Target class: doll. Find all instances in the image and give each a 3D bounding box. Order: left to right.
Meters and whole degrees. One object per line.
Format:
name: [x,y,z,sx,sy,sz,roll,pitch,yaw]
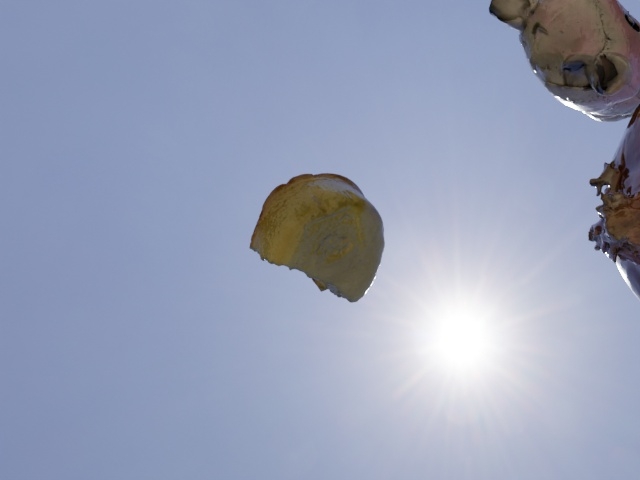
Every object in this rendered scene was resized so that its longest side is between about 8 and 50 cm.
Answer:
doll: [0.247,-0.166,0.659,0.095,0.192,0.149,-51,-129,27]

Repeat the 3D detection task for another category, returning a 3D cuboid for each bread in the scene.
bread: [0.008,-0.007,0.803,0.125,0.156,0.086,-52,-142,5]

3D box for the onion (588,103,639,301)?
onion: [0.257,-0.018,0.465,0.163,0.230,0.230,-5,-122,-20]
